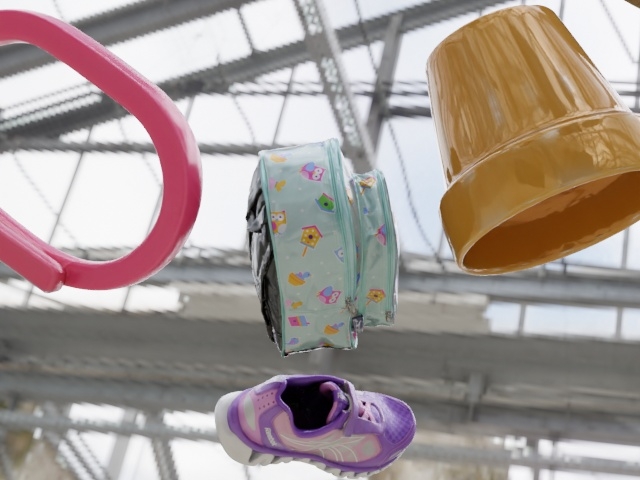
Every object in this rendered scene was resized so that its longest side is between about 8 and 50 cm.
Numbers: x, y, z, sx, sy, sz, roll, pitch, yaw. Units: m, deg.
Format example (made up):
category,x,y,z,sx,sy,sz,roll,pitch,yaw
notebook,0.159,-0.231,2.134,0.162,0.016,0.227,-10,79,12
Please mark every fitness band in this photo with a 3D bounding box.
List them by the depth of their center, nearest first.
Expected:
category,x,y,z,sx,sy,sz,roll,pitch,yaw
fitness band,-0.239,-0.079,1.170,0.291,0.209,0.054,36,10,11

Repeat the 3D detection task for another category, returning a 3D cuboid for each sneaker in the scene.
category,x,y,z,sx,sy,sz,roll,pitch,yaw
sneaker,0.014,0.183,1.351,0.236,0.095,0.104,9,-37,-35

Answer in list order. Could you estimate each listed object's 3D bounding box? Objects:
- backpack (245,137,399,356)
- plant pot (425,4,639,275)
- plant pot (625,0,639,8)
category,x,y,z,sx,sy,sz,roll,pitch,yaw
backpack,0.000,0.000,1.208,0.145,0.165,0.188,-10,-35,4
plant pot,0.184,-0.096,1.160,0.205,0.187,0.205,-18,-19,-6
plant pot,0.395,-0.417,1.467,0.237,0.237,0.254,24,-59,-16
